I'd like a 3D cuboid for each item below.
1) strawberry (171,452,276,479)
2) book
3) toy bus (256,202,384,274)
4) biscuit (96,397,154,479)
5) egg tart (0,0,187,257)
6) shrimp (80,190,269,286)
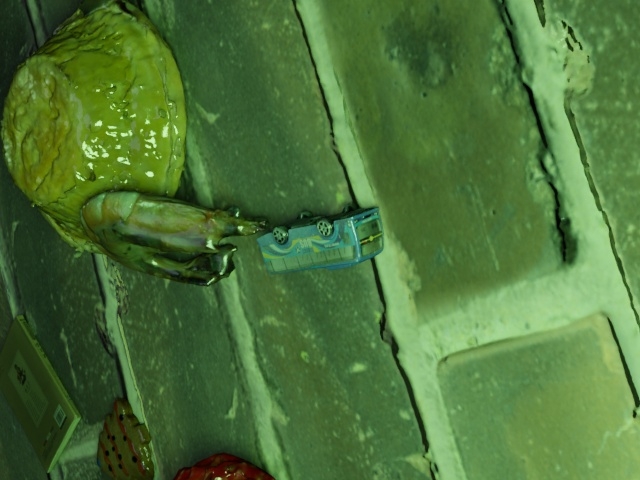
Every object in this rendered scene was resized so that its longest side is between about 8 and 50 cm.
[{"bbox_3d":[-0.104,0.339,1.276,0.234,0.234,0.178,19,78,43],"label":"strawberry"},{"bbox_3d":[-0.422,0.226,1.672,0.198,0.016,0.138,53,130,27],"label":"book"},{"bbox_3d":[0.000,0.000,1.176,0.153,0.051,0.061,-9,102,46],"label":"toy bus"},{"bbox_3d":[-0.267,0.280,1.516,0.130,0.019,0.119,-41,67,42],"label":"biscuit"},{"bbox_3d":[-0.297,-0.139,1.404,0.341,0.132,0.341,7,100,44],"label":"egg tart"},{"bbox_3d":[-0.168,0.008,1.310,0.254,0.059,0.145,8,138,21],"label":"shrimp"}]
